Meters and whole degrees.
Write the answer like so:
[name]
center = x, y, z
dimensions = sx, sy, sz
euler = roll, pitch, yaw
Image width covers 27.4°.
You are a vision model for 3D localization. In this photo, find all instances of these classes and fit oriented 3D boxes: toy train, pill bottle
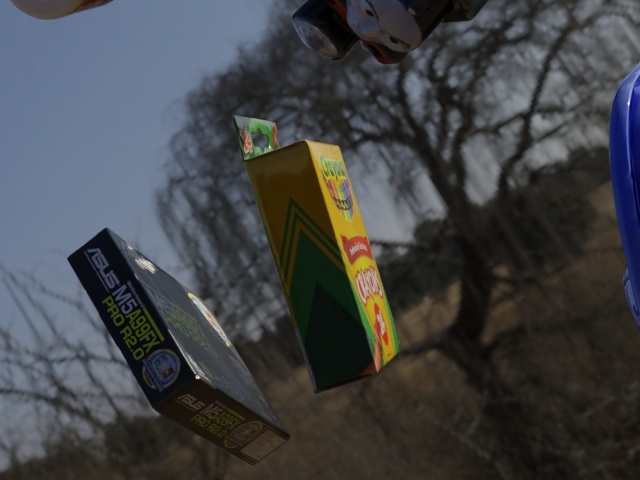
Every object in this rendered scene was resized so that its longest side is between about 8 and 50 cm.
[toy train]
center = 0.115, -0.272, 1.022
dimensions = 0.334, 0.142, 0.190
euler = -48, 23, -14
[pill bottle]
center = -0.320, -0.360, 1.719
dimensions = 0.121, 0.121, 0.216
euler = -34, 5, 21

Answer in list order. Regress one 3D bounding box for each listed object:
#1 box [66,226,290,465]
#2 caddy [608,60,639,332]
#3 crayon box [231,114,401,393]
[box]
center = -0.153, 0.124, 1.473
dimensions = 0.060, 0.216, 0.270
euler = -37, -30, 3
[caddy]
center = 0.261, -0.007, 0.753
dimensions = 0.179, 0.241, 0.341
euler = -18, 11, 30
[crayon box]
center = 0.000, 0.000, 1.515
dimensions = 0.081, 0.318, 0.202
euler = -18, 0, 12
